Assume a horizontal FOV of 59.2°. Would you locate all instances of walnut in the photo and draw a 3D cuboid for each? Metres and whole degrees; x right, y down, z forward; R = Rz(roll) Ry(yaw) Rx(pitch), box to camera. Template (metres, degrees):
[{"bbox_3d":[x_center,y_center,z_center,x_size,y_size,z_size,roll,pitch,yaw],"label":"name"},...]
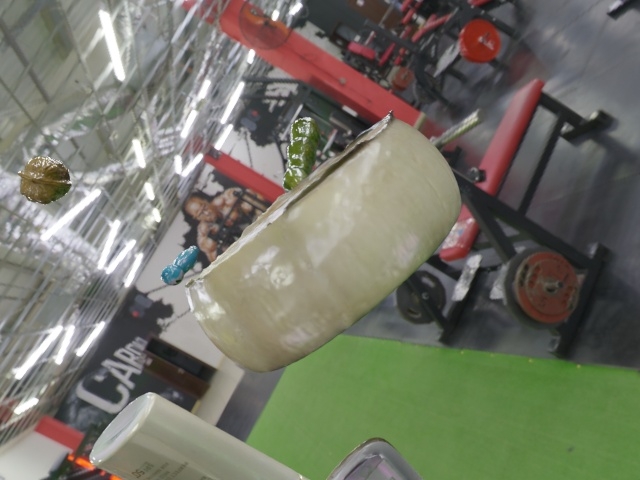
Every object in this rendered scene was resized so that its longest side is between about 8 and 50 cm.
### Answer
[{"bbox_3d":[-0.459,-0.100,0.936,0.096,0.082,0.079,-150,75,-83],"label":"walnut"}]

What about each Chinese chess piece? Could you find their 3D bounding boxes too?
[{"bbox_3d":[0.000,0.000,0.486,0.249,0.103,0.250,-38,6,5],"label":"Chinese chess piece"}]

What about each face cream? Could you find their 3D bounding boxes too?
[{"bbox_3d":[-0.145,0.350,0.820,0.173,0.348,0.081,-40,24,29],"label":"face cream"}]

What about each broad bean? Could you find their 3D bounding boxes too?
[{"bbox_3d":[-0.030,-0.132,0.904,0.053,0.052,0.256,-43,25,27],"label":"broad bean"}]

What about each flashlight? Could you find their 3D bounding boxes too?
[{"bbox_3d":[-0.318,0.054,1.290,0.051,0.051,0.129,-53,7,38],"label":"flashlight"}]

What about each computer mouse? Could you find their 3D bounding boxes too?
[{"bbox_3d":[0.073,0.298,0.579,0.126,0.245,0.056,-47,29,-14],"label":"computer mouse"}]
